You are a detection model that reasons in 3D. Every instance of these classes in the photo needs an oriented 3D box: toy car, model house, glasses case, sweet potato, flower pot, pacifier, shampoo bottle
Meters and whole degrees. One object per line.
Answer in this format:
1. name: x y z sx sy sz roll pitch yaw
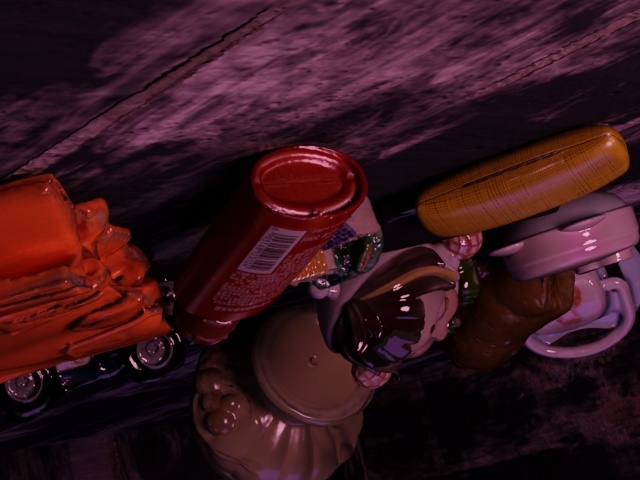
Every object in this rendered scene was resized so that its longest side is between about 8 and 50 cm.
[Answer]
1. toy car: -0.271 0.114 1.493 0.301 0.118 0.193 -17 -171 -9
2. model house: 0.000 0.000 1.340 0.100 0.088 0.100 -24 167 31
3. glasses case: 0.215 -0.062 1.350 0.234 0.064 0.079 -20 150 21
4. sweet potato: 0.267 0.101 1.906 0.157 0.158 0.370 -7 153 -35
5. flower pot: -0.054 0.247 2.078 0.307 0.307 0.244 -8 152 -31
6. pacifier: 0.395 0.066 2.058 0.279 0.227 0.207 -18 -152 20
7. shampoo bottle: -0.066 0.013 1.227 0.118 0.076 0.314 -11 160 -29

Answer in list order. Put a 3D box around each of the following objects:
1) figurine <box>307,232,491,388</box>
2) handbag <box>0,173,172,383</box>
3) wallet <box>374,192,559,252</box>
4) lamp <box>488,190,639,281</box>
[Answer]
1. figurine: 0.118 0.068 1.671 0.370 0.167 0.281 -15 141 -59
2. handbag: -0.312 0.062 1.181 0.303 0.116 0.410 -14 170 2
3. wallet: 0.182 -0.043 1.486 0.250 0.044 0.149 -13 165 -3
4. lamp: 0.333 -0.012 1.654 0.179 0.108 0.246 -16 172 33
